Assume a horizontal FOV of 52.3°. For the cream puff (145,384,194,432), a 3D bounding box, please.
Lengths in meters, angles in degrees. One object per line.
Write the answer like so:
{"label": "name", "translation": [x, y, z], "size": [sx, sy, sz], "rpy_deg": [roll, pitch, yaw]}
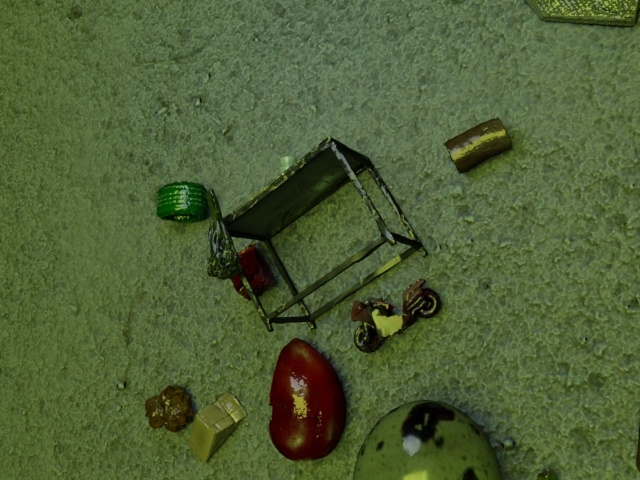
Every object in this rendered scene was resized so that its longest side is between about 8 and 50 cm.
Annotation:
{"label": "cream puff", "translation": [-0.381, 0.422, 1.630], "size": [0.122, 0.094, 0.115], "rpy_deg": [1, 83, 29]}

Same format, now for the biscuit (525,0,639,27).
{"label": "biscuit", "translation": [0.527, -0.519, 1.328], "size": [0.250, 0.046, 0.147], "rpy_deg": [15, 91, 25]}

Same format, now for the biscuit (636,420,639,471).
{"label": "biscuit", "translation": [0.742, 0.367, 1.142], "size": [0.359, 0.046, 0.358], "rpy_deg": [-3, 83, 24]}

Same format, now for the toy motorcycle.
{"label": "toy motorcycle", "translation": [0.152, 0.152, 1.417], "size": [0.213, 0.084, 0.118], "rpy_deg": [-33, 71, 11]}

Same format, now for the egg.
{"label": "egg", "translation": [0.199, 0.496, 1.248], "size": [0.288, 0.288, 0.379], "rpy_deg": [15, 99, 25]}

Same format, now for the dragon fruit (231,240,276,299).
{"label": "dragon fruit", "translation": [-0.160, 0.089, 1.569], "size": [0.102, 0.096, 0.147], "rpy_deg": [-40, 36, 10]}

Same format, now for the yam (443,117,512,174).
{"label": "yam", "translation": [0.331, -0.200, 1.372], "size": [0.127, 0.084, 0.084], "rpy_deg": [-26, 75, 16]}

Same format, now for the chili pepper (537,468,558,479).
{"label": "chili pepper", "translation": [0.471, 0.537, 1.247], "size": [0.052, 0.050, 0.201], "rpy_deg": [-28, 72, 4]}

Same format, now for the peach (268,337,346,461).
{"label": "peach", "translation": [-0.024, 0.354, 1.445], "size": [0.154, 0.159, 0.267], "rpy_deg": [1, 83, 19]}

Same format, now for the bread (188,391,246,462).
{"label": "bread", "translation": [-0.257, 0.463, 1.607], "size": [0.077, 0.105, 0.152], "rpy_deg": [44, 135, 22]}

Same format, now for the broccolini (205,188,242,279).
{"label": "broccolini", "translation": [-0.205, -0.013, 1.379], "size": [0.091, 0.068, 0.202], "rpy_deg": [-29, 60, 50]}

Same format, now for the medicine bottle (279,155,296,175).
{"label": "medicine bottle", "translation": [-0.075, -0.158, 1.571], "size": [0.047, 0.047, 0.083], "rpy_deg": [-8, 81, 24]}

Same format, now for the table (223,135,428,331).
{"label": "table", "translation": [0.000, 0.000, 1.426], "size": [0.335, 0.222, 0.272], "rpy_deg": [-36, 70, 18]}

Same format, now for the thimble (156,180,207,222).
{"label": "thimble", "translation": [-0.351, -0.095, 1.657], "size": [0.130, 0.118, 0.090], "rpy_deg": [-1, 80, 7]}
